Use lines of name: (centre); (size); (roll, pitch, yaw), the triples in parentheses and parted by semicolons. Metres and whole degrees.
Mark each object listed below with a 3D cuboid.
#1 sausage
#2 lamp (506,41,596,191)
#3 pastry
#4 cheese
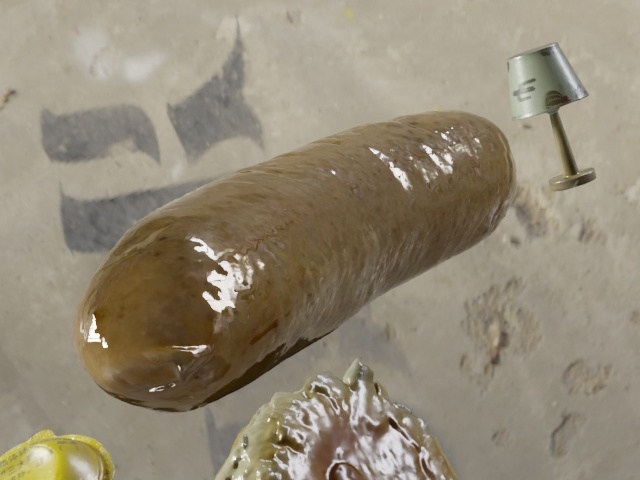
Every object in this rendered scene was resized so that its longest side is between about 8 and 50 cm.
sausage: (-0.003, 0.000, 0.822); (0.136, 0.501, 0.123); (7, 107, 28)
lamp: (0.350, -0.184, 1.851); (0.121, 0.121, 0.215); (-18, 99, -4)
pastry: (0.020, 0.286, 1.210); (0.329, 0.136, 0.330); (27, 43, -27)
cheese: (-0.283, 0.286, 1.252); (0.177, 0.069, 0.270); (-30, 35, -5)
